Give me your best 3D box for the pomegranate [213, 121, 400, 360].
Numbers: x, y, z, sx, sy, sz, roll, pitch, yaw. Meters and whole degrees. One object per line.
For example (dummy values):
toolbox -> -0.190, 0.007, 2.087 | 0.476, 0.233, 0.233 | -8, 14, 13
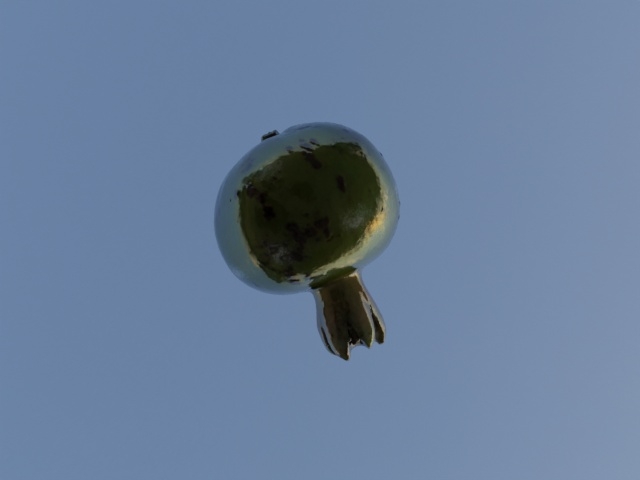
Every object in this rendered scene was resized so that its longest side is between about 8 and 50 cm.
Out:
pomegranate -> 0.000, 0.000, 0.593 | 0.114, 0.114, 0.142 | -22, -90, 2
